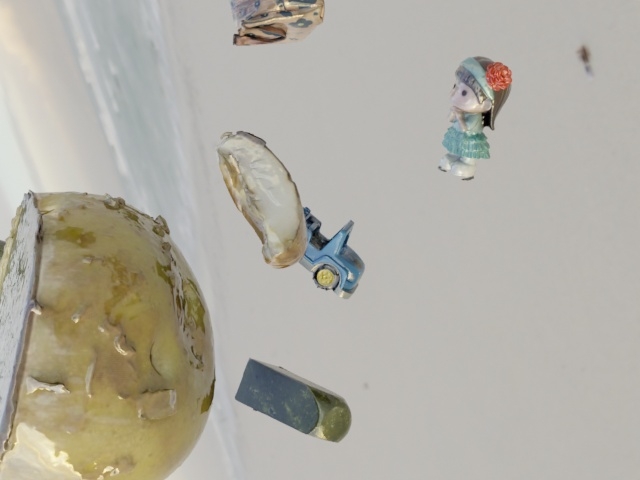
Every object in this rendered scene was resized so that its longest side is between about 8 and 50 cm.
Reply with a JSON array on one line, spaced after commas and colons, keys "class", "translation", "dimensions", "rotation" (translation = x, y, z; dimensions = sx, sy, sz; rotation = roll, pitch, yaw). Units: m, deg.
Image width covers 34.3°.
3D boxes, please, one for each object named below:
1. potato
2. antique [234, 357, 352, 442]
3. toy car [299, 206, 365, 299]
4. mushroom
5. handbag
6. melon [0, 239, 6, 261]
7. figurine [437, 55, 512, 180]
[{"class": "potato", "translation": [-0.294, 0.149, 1.445], "dimensions": [0.385, 0.319, 0.442], "rotation": [-36, 49, 56]}, {"class": "antique", "translation": [-0.040, 0.272, 1.750], "dimensions": [0.221, 0.080, 0.081], "rotation": [16, 176, 45]}, {"class": "toy car", "translation": [0.000, 0.000, 1.666], "dimensions": [0.191, 0.100, 0.097], "rotation": [41, -162, 0]}, {"class": "mushroom", "translation": [-0.064, -0.042, 1.256], "dimensions": [0.094, 0.072, 0.210], "rotation": [87, 160, -45]}, {"class": "handbag", "translation": [-0.113, -0.543, 2.352], "dimensions": [0.251, 0.193, 0.190], "rotation": [180, 74, -78]}, {"class": "melon", "translation": [-0.525, 0.058, 1.765], "dimensions": [0.162, 0.099, 0.099], "rotation": [28, 170, -3]}, {"class": "figurine", "translation": [0.305, -0.241, 2.036], "dimensions": [0.138, 0.110, 0.245], "rotation": [38, 125, 47]}]
